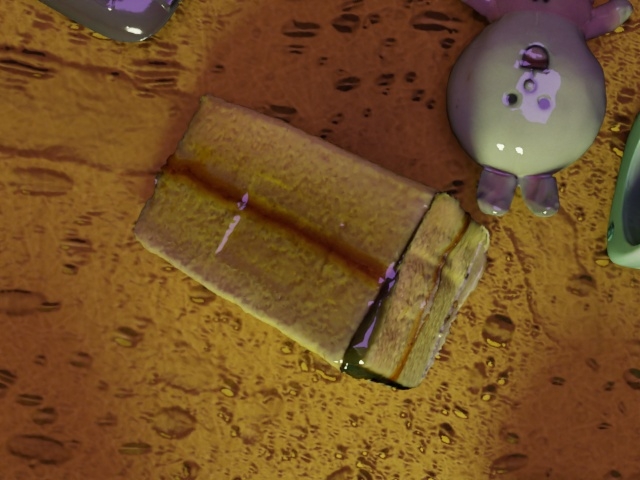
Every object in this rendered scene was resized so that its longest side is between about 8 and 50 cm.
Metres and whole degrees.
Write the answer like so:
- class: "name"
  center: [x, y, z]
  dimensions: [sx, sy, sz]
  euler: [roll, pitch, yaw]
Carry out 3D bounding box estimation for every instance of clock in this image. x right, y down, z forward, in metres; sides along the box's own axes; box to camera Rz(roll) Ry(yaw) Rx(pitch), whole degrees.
- class: "clock"
  center: [0.298, -0.044, 0.839]
  dimensions: [0.060, 0.188, 0.148]
  euler: [13, 92, -2]

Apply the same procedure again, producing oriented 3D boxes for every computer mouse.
- class: "computer mouse"
  center: [-0.220, -0.264, 0.880]
  dimensions: [0.232, 0.057, 0.120]
  euler: [30, 89, 0]

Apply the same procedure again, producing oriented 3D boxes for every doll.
- class: "doll"
  center: [0.187, -0.159, 0.878]
  dimensions: [0.154, 0.113, 0.275]
  euler: [6, 97, 6]

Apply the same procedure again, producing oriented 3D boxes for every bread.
- class: "bread"
  center: [-0.004, -0.002, 0.901]
  dimensions: [0.264, 0.163, 0.168]
  euler: [29, 90, 29]
